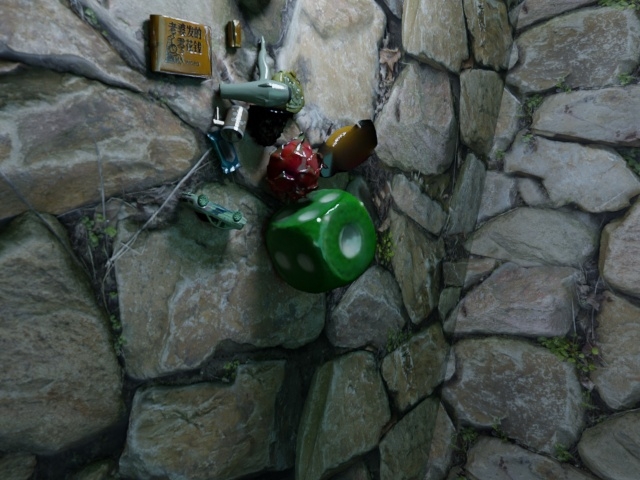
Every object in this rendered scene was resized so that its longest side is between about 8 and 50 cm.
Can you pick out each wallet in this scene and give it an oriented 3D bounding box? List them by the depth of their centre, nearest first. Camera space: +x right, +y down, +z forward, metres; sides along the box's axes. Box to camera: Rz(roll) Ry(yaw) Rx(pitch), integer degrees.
[{"bbox_3d":[-0.401,-0.563,1.407,0.195,0.042,0.161,-10,103,-46],"label":"wallet"}]

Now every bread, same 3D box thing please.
[{"bbox_3d":[-0.273,-0.656,1.541,0.047,0.036,0.083,-14,107,-49],"label":"bread"},{"bbox_3d":[-0.116,-0.521,1.706,0.117,0.064,0.156,-45,127,-36],"label":"bread"}]

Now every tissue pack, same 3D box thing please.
[{"bbox_3d":[-0.309,-0.289,1.556,0.085,0.028,0.138,-36,115,-44],"label":"tissue pack"}]

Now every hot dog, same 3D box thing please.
[{"bbox_3d":[0.076,-0.366,1.912,0.326,0.107,0.194,-22,101,-34],"label":"hot dog"}]

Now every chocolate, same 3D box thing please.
[{"bbox_3d":[-0.174,-0.379,1.624,0.156,0.156,0.133,-13,120,-46],"label":"chocolate"}]

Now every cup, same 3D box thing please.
[{"bbox_3d":[-0.286,-0.376,1.540,0.074,0.102,0.099,92,7,-65],"label":"cup"}]

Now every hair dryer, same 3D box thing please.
[{"bbox_3d":[-0.239,-0.536,1.566,0.229,0.092,0.267,-20,74,-22],"label":"hair dryer"}]

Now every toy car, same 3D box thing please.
[{"bbox_3d":[-0.336,-0.085,1.506,0.224,0.090,0.076,25,82,-46],"label":"toy car"}]

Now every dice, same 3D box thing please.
[{"bbox_3d":[0.000,0.000,1.732,0.297,0.300,0.287,-42,121,-34],"label":"dice"}]

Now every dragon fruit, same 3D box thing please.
[{"bbox_3d":[-0.087,-0.257,1.683,0.193,0.192,0.274,24,78,-68],"label":"dragon fruit"}]
